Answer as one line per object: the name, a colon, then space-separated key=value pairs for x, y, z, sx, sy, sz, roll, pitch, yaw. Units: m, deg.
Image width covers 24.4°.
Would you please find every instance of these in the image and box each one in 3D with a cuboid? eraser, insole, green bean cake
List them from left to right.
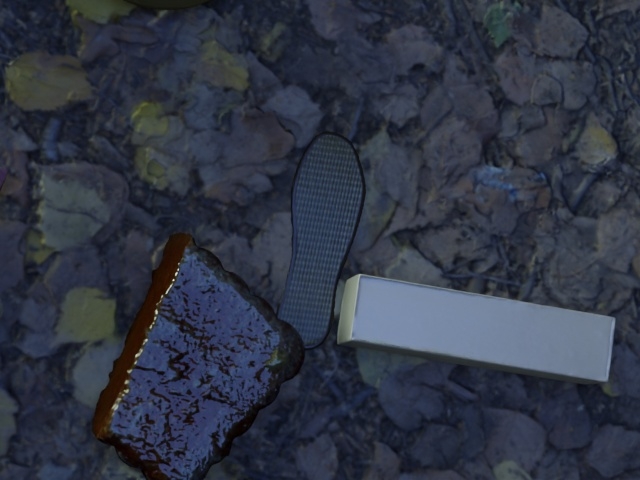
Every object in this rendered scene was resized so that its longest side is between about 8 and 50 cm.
green bean cake: x=-0.149 y=0.138 z=1.587 sx=0.198 sy=0.097 sz=0.233 roll=39 pitch=78 yaw=-4
insole: x=0.000 y=0.000 z=1.679 sx=0.086 sy=0.005 sz=0.253 roll=11 pitch=81 yaw=-8
eraser: x=0.174 y=0.101 z=1.658 sx=0.298 sy=0.078 sz=0.076 roll=9 pitch=81 yaw=-9

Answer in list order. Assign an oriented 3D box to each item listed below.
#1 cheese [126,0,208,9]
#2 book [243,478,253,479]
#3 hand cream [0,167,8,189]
cheese: x=-0.226 y=-0.340 z=1.647 sx=0.286 sy=0.082 sz=0.163 roll=1 pitch=81 yaw=-9
book: x=-0.043 y=0.425 z=1.605 sx=0.215 sy=0.025 sz=0.283 roll=23 pitch=77 yaw=-8
hand cream: x=-0.424 y=0.057 z=1.567 sx=0.111 sy=0.070 sz=0.312 roll=21 pitch=83 yaw=-9
